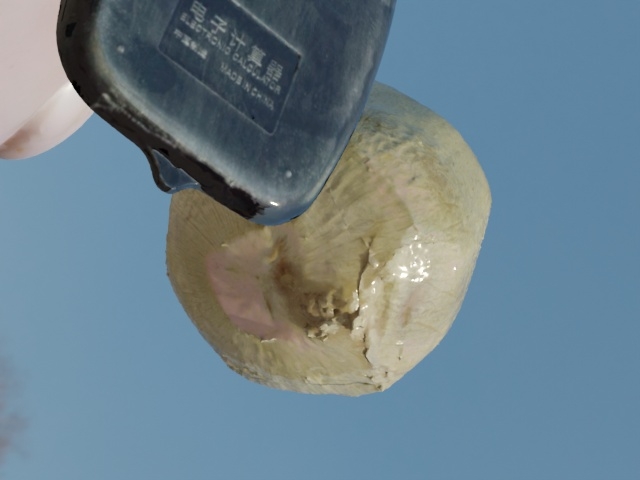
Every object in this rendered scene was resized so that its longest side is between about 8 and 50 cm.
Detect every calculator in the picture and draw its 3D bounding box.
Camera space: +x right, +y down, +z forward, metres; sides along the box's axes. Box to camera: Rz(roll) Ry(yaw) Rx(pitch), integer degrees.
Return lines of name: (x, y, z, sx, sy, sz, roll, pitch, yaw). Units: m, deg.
calculator: (-0.036, -0.133, 0.685, 0.040, 0.177, 0.268, -19, -135, 48)

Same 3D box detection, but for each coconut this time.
coconut: (0.000, 0.000, 1.269, 0.297, 0.254, 0.297, 14, -61, 28)

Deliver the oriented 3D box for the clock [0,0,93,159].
clock: (-0.283, -0.209, 0.896, 0.368, 0.250, 0.376, 49, -22, -13)
